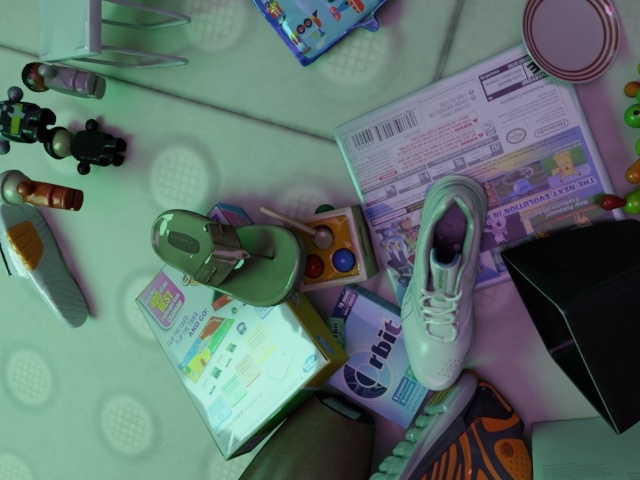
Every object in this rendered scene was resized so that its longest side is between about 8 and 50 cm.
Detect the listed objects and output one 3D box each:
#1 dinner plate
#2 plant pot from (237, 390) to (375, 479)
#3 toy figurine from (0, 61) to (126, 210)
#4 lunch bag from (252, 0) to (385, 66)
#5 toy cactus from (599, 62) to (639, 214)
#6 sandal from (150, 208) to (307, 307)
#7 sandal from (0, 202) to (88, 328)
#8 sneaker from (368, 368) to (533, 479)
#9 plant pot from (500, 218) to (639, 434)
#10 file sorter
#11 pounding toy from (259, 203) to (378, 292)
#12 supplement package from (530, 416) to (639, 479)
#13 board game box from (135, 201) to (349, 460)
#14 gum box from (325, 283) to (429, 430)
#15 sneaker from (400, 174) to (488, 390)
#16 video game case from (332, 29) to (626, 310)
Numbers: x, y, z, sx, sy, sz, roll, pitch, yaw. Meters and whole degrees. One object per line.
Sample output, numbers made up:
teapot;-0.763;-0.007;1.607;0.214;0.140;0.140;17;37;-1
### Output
dinner plate;0.319;-0.269;0.738;0.141;0.017;0.141;1;86;-9
plant pot;-0.013;0.358;0.878;0.215;0.215;0.230;25;89;14
toy figurine;-0.438;-0.169;0.921;0.148;0.213;0.210;11;136;13
lunch bag;-0.011;-0.415;0.817;0.221;0.138;0.293;-36;97;19
toy cactus;0.451;-0.124;0.707;0.180;0.112;0.219;16;97;-3
sandal;-0.152;0.023;0.833;0.302;0.086;0.120;11;91;31
sandal;-0.528;0.054;1.053;0.076;0.102;0.265;-28;89;17
sneaker;0.177;0.348;0.782;0.180;0.124;0.321;41;75;5
plant pot;0.359;0.080;0.700;0.167;0.188;0.187;-29;107;5
file sorter;-0.300;-0.402;0.854;0.192;0.173;0.278;14;103;46
pounding toy;0.000;0.000;0.864;0.130;0.100;0.141;-13;92;20
supplement package;0.378;0.359;0.695;0.199;0.262;0.198;-12;93;20
board game box;-0.136;0.135;0.902;0.242;0.064;0.316;-46;65;19
gum box;0.089;0.176;0.888;0.184;0.041;0.157;29;106;14
sneaker;0.157;0.063;0.766;0.111;0.129;0.297;5;100;16
video game case;0.216;-0.084;0.815;0.329;0.036;0.300;-21;90;19
